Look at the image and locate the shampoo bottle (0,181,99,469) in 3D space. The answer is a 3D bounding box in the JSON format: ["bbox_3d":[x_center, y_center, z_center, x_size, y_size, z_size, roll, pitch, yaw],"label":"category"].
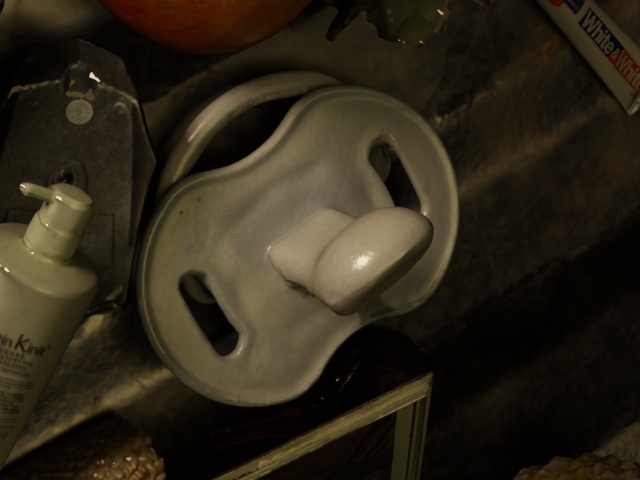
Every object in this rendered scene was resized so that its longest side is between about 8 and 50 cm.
[{"bbox_3d":[-0.220,0.074,1.038,0.085,0.085,0.262,16,116,-34],"label":"shampoo bottle"}]

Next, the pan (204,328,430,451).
[{"bbox_3d":[0.005,0.141,1.270,0.212,0.040,0.114,-14,108,-27],"label":"pan"}]

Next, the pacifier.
[{"bbox_3d":[0.000,0.000,1.115,0.279,0.207,0.227,-36,116,-16],"label":"pacifier"}]

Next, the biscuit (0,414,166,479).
[{"bbox_3d":[-0.195,0.197,1.142,0.168,0.082,0.070,-24,120,-22],"label":"biscuit"}]

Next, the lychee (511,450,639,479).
[{"bbox_3d":[0.222,0.311,1.331,0.274,0.255,0.255,2,106,-24],"label":"lychee"}]

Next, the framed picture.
[{"bbox_3d":[-0.025,0.228,1.243,0.273,0.016,0.216,-25,144,-21],"label":"framed picture"}]

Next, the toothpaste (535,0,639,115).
[{"bbox_3d":[0.226,-0.183,1.295,0.052,0.033,0.218,-52,129,0],"label":"toothpaste"}]

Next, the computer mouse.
[{"bbox_3d":[-0.186,-0.036,1.076,0.126,0.071,0.231,2,118,-18],"label":"computer mouse"}]

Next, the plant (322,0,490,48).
[{"bbox_3d":[0.042,-0.242,1.093,0.142,0.131,0.203,-15,114,21],"label":"plant"}]

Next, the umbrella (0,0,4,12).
[{"bbox_3d":[-0.271,-0.088,0.989,0.106,0.113,0.357,-11,119,-31],"label":"umbrella"}]

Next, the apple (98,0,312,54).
[{"bbox_3d":[-0.084,-0.218,1.010,0.160,0.173,0.195,-10,113,-39],"label":"apple"}]
